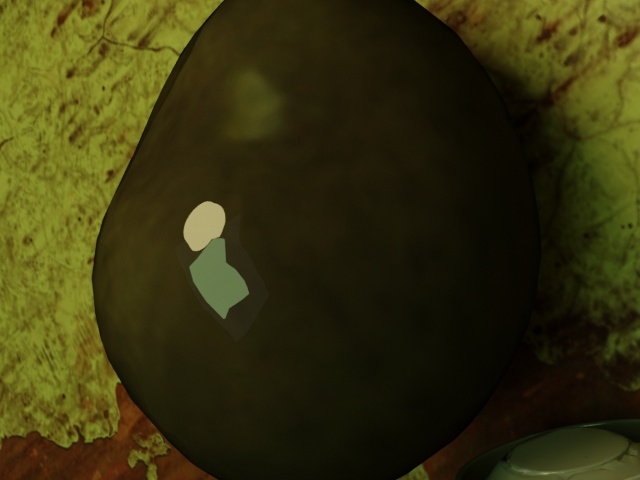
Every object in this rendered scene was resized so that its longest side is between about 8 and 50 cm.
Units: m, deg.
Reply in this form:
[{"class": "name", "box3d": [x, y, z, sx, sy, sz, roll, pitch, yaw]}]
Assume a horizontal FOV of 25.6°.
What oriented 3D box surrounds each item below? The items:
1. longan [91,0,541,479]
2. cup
[{"class": "longan", "box3d": [0.000, 0.000, 1.084, 0.336, 0.404, 0.405, 5, 100, 24]}, {"class": "cup", "box3d": [0.206, 0.257, 1.098, 0.241, 0.185, 0.226, -179, 75, -74]}]
